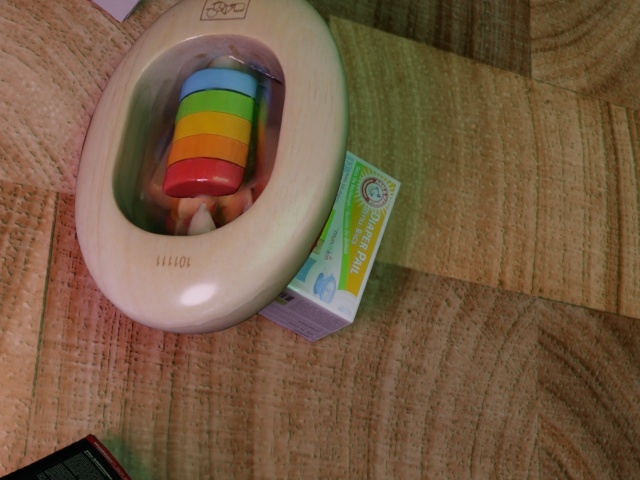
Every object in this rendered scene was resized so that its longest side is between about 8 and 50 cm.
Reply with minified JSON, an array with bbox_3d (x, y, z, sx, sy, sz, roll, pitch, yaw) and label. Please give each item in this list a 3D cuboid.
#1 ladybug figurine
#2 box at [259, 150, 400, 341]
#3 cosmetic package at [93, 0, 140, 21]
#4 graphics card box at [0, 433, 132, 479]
[{"bbox_3d":[-0.106,-0.091,1.383,0.162,0.305,0.449,60,37,-57],"label":"ladybug figurine"},{"bbox_3d":[0.000,0.000,1.486,0.114,0.103,0.203,29,61,-18],"label":"box"},{"bbox_3d":[-0.219,-0.401,1.507,0.127,0.107,0.238,36,56,-14],"label":"cosmetic package"},{"bbox_3d":[-0.216,0.310,1.104,0.094,0.371,0.233,-39,86,4],"label":"graphics card box"}]
